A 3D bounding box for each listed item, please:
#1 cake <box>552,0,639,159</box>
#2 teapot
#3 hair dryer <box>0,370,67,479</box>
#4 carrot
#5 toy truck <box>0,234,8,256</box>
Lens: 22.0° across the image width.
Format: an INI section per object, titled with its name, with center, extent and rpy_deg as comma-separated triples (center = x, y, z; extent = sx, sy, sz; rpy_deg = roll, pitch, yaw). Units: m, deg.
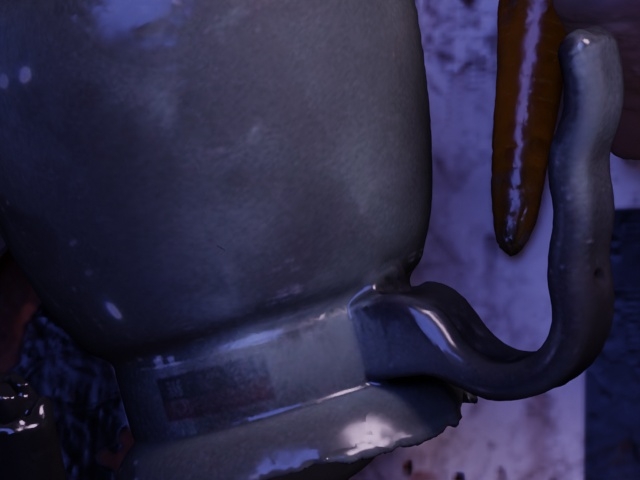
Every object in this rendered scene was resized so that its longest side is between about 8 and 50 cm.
[cake]
center = 0.245, -0.195, 0.773
extent = 0.230, 0.237, 0.309
rpy_deg = 7, 70, 17
[teapot]
center = 0.000, 0.000, 0.764
extent = 0.305, 0.223, 0.285
rpy_deg = -15, 91, 10
[hair dryer]
center = -0.134, 0.159, 0.754
extent = 0.197, 0.251, 0.089
rpy_deg = 20, 39, 24
[carrot]
center = 0.120, -0.115, 0.883
extent = 0.061, 0.061, 0.256
rpy_deg = 7, 82, 18
[toy truck]
center = -0.297, 0.017, 0.888
extent = 0.178, 0.176, 0.363
rpy_deg = 36, 83, 15
